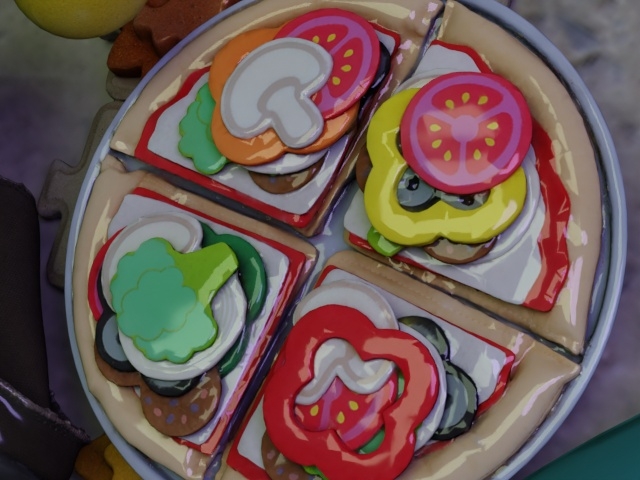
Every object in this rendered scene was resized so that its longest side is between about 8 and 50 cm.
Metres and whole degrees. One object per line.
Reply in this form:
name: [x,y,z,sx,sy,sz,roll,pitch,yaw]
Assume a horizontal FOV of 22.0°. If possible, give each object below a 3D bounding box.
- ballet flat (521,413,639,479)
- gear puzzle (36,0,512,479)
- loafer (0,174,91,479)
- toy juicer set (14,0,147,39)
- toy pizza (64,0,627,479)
ballet flat: [0.184,0.063,0.450,0.348,0.123,0.123,-34,62,14]
gear puzzle: [-0.028,-0.043,0.610,0.175,0.044,0.339,9,75,25]
loafer: [-0.140,0.006,0.608,0.078,0.080,0.220,-41,54,0]
toy juicer set: [-0.158,-0.062,0.568,0.209,0.089,0.329,1,35,25]
toy pizza: [0.000,0.000,0.545,0.201,0.032,0.201,-6,73,20]
